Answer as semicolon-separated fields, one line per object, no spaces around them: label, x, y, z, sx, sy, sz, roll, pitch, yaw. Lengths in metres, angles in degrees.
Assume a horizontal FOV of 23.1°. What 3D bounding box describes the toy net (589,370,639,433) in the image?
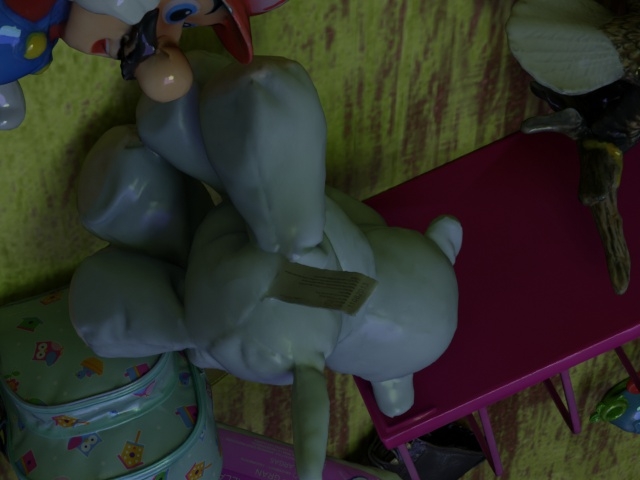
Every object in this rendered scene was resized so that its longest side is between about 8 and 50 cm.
toy net;0.378;0.118;1.596;0.232;0.045;0.122;-39;140;17

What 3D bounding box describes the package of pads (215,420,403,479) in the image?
package of pads;-0.097;0.261;1.226;0.296;0.229;0.101;14;154;14

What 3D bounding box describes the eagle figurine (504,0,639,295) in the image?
eagle figurine;0.301;-0.134;1.101;0.298;0.226;0.225;-28;-176;32

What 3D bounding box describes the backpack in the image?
backpack;-0.161;0.122;1.165;0.165;0.188;0.144;-17;143;-10

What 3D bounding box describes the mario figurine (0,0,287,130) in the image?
mario figurine;-0.161;-0.110;0.877;0.320;0.198;0.170;-15;122;-5

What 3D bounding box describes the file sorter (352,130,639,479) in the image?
file sorter;0.162;0.057;1.259;0.290;0.202;0.182;-24;145;-1

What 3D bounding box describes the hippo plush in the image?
hippo plush;0.000;0.000;1.066;0.236;0.294;0.234;5;103;-47

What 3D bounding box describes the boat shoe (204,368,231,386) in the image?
boat shoe;-0.063;0.073;1.252;0.056;0.048;0.153;15;128;-41

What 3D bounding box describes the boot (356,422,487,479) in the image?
boot;0.025;0.249;1.535;0.263;0.091;0.229;8;127;-42
